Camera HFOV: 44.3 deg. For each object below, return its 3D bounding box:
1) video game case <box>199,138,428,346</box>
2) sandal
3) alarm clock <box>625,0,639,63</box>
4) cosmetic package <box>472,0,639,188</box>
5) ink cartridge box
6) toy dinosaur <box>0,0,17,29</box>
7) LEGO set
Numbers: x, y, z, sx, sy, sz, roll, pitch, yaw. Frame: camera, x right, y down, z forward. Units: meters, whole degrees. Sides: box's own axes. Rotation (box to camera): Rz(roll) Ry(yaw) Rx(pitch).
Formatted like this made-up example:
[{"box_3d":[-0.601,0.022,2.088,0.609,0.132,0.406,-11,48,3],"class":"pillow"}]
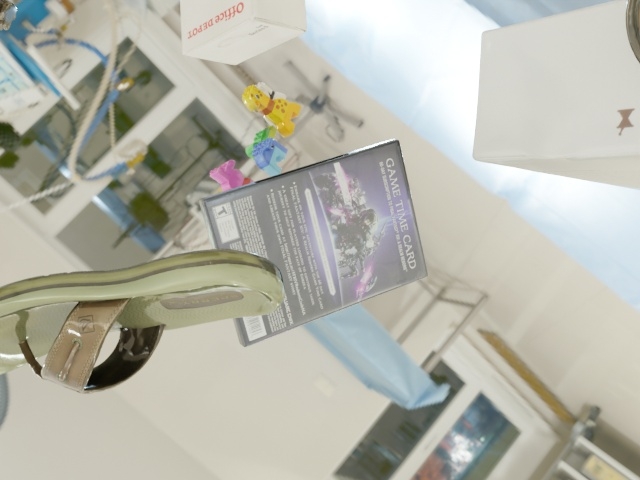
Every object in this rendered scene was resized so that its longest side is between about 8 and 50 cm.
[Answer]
[{"box_3d":[0.000,0.000,1.012,0.026,0.274,0.196,20,127,64],"class":"video game case"},{"box_3d":[-0.176,0.078,0.649,0.120,0.303,0.086,46,-146,-64],"class":"sandal"},{"box_3d":[0.312,-0.201,0.653,0.192,0.064,0.129,42,140,19],"class":"alarm clock"},{"box_3d":[0.424,-0.151,0.962,0.453,0.161,0.230,3,180,-39],"class":"cosmetic package"},{"box_3d":[-0.133,-0.447,1.278,0.115,0.272,0.198,1,172,-42],"class":"ink cartridge box"},{"box_3d":[-0.382,-0.320,0.816,0.160,0.313,0.121,18,170,-1],"class":"toy dinosaur"},{"box_3d":[-0.098,-0.172,1.182,0.093,0.227,0.087,36,142,-30],"class":"LEGO set"}]
